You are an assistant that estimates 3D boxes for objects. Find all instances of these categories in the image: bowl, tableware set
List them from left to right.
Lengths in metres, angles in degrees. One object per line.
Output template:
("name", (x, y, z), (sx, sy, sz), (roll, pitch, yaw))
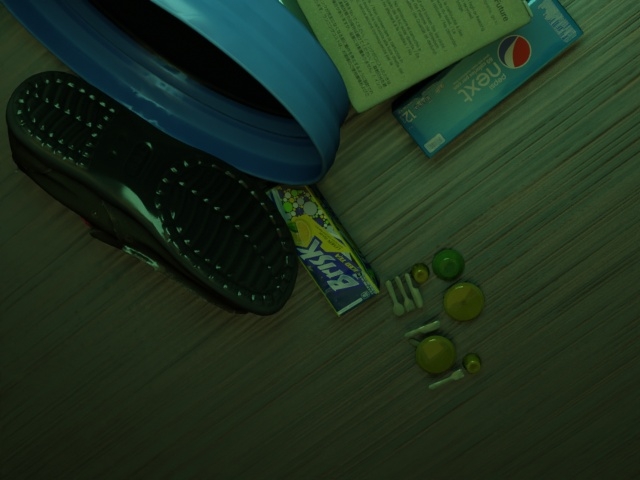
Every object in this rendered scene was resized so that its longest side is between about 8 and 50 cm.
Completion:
("bowl", (-0.145, -0.191, 1.106), (0.391, 0.391, 0.077), (32, 77, -5))
("tableware set", (0.146, 0.092, 1.334), (0.104, 0.024, 0.154), (-23, 101, 6))

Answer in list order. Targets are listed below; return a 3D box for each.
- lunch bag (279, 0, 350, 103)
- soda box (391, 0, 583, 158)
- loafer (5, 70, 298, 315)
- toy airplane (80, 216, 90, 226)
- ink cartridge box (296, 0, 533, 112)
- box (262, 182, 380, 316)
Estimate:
("lunch bag", (-0.004, -0.291, 1.197), (0.224, 0.108, 0.279), (25, 105, -3))
("soda box", (0.178, -0.185, 1.232), (0.210, 0.071, 0.067), (-38, 100, 12))
("loafer", (-0.184, -0.043, 1.250), (0.366, 0.133, 0.130), (39, 149, -8))
("toy airplane", (-0.214, -0.059, 1.312), (0.151, 0.028, 0.151), (1, 104, 3))
("ink cartridge box", (0.064, -0.272, 1.095), (0.193, 0.088, 0.234), (-27, 101, 8))
("box", (0.000, 0.000, 1.301), (0.059, 0.054, 0.169), (-32, 100, 11))
